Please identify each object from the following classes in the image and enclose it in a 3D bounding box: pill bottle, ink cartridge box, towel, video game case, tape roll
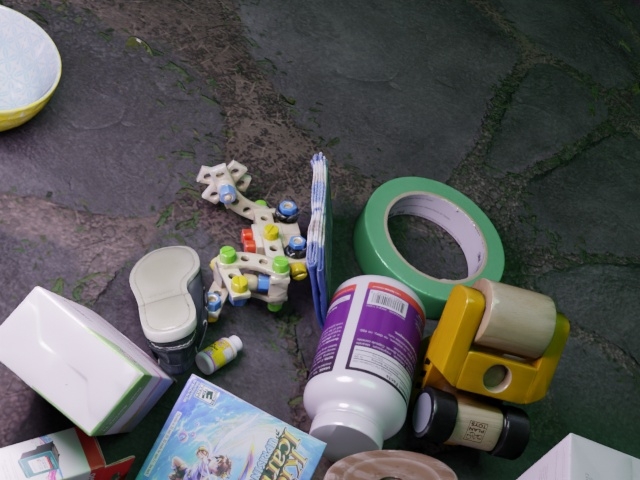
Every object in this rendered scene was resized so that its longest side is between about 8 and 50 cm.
[{"bbox_3d":[-0.178,0.200,1.729,0.043,0.043,0.083,47,48,14],"label":"pill bottle"},{"bbox_3d":[-0.354,0.196,1.520,0.207,0.353,0.119,38,83,7],"label":"ink cartridge box"},{"bbox_3d":[-0.403,0.348,1.440,0.231,0.134,0.078,-12,59,-33],"label":"ink cartridge box"},{"bbox_3d":[0.000,0.000,1.877,0.034,0.209,0.285,-1,52,5],"label":"towel"},{"bbox_3d":[0.076,0.229,1.735,0.181,0.181,0.323,24,48,-6],"label":"pill bottle"},{"bbox_3d":[-0.156,0.382,1.517,0.244,0.061,0.269,28,70,-4],"label":"video game case"},{"bbox_3d":[0.228,0.012,2.053,0.321,0.077,0.321,14,49,-16],"label":"tape roll"}]

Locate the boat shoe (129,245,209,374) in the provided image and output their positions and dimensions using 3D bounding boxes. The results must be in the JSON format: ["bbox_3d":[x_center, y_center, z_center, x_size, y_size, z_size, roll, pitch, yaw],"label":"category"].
[{"bbox_3d":[-0.253,0.118,1.692,0.127,0.113,0.340,-13,26,-9],"label":"boat shoe"}]

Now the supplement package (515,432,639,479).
[{"bbox_3d":[0.410,0.482,1.614,0.175,0.293,0.177,22,48,-8],"label":"supplement package"}]

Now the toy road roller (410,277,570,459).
[{"bbox_3d":[0.274,0.215,1.767,0.202,0.329,0.240,16,13,-17],"label":"toy road roller"}]

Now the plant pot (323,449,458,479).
[{"bbox_3d":[0.100,0.466,1.391,0.323,0.280,0.323,0,14,0],"label":"plant pot"}]

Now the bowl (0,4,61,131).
[{"bbox_3d":[-0.642,-0.294,1.825,0.289,0.156,0.289,13,49,-16],"label":"bowl"}]

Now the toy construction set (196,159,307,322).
[{"bbox_3d":[-0.135,0.002,1.849,0.215,0.151,0.328,-3,57,-13],"label":"toy construction set"}]
